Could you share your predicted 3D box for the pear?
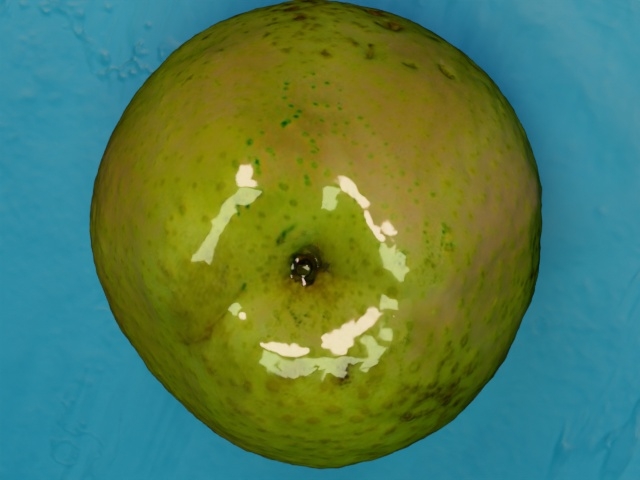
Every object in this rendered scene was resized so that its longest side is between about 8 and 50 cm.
[{"bbox_3d":[0.000,0.000,1.307,0.391,0.391,0.391,3,112,7],"label":"pear"}]
